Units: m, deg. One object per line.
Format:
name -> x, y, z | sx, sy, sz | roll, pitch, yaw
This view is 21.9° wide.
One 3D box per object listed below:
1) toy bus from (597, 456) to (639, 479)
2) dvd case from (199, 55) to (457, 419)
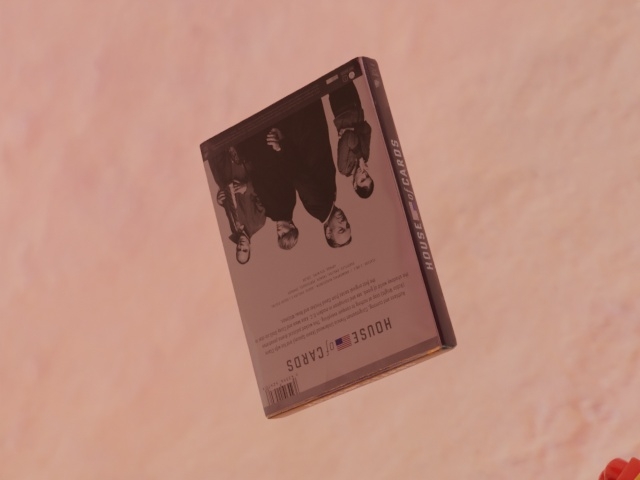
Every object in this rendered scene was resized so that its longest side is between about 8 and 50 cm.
toy bus -> 0.320, 0.219, 1.354 | 0.220, 0.211, 0.149 | -47, 133, -13
dvd case -> 0.000, 0.000, 1.295 | 0.179, 0.239, 0.029 | -25, 162, 34
